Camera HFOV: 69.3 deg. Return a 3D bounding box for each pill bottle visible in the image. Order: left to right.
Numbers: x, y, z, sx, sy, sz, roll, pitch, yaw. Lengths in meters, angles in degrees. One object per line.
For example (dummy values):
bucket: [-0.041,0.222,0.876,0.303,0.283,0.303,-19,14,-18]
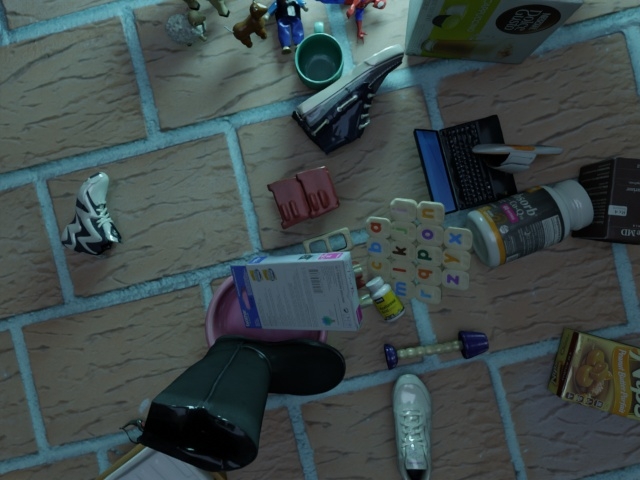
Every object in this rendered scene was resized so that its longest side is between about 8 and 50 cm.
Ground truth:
pill bottle: [0.175,0.158,1.261,0.065,0.065,0.116,-34,96,2]
pill bottle: [0.538,-0.048,1.205,0.278,0.162,0.162,-22,90,2]

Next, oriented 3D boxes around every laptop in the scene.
laptop: [0.388,-0.203,1.222,0.264,0.136,0.235,-14,90,2]

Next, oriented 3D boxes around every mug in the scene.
mug: [0.005,-0.486,1.251,0.129,0.097,0.158,32,91,2]

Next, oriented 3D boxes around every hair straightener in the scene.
hair straightener: [-0.454,0.567,1.297,0.230,0.047,0.089,17,93,-4]

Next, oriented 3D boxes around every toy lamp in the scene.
toy lamp: [0.314,0.297,1.257,0.274,0.080,0.080,-11,90,2]

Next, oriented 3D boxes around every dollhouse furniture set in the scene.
dollhouse furniture set: [0.000,0.000,1.213,0.152,0.201,0.375,-19,96,2]

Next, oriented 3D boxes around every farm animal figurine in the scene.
farm animal figurine: [-0.258,-0.692,1.204,0.326,0.172,0.331,1,87,11]

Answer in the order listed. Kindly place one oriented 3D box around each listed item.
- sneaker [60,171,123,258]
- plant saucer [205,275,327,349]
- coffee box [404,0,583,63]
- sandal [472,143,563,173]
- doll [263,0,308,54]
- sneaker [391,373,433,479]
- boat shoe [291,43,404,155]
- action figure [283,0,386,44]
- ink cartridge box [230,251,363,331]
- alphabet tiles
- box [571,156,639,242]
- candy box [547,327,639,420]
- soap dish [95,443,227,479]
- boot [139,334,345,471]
sneaker: [-0.598,-0.057,1.277,0.152,0.094,0.235,27,91,0]
plant saucer: [-0.144,0.231,1.269,0.331,0.084,0.333,0,90,3]
coffee box: [0.408,-0.665,1.117,0.333,0.337,0.339,6,90,2]
sandal: [0.524,-0.213,1.217,0.265,0.102,0.076,-2,106,-18]
doll: [-0.094,-0.617,1.279,0.128,0.046,0.189,-7,90,2]
sneaker: [0.255,0.513,1.225,0.114,0.152,0.306,-5,89,4]
boat shoe: [0.103,-0.368,1.248,0.340,0.127,0.158,-32,96,10]
action figure: [0.043,-0.619,1.236,0.280,0.091,0.139,0,87,-12]
ink cartridge box: [-0.062,0.128,1.135,0.310,0.065,0.186,-5,109,22]
alphabet tiles: [0.252,0.031,1.210,0.277,0.021,0.284,8,116,26]
box: [0.782,-0.096,1.194,0.168,0.167,0.203,6,91,2]
candy box: [0.799,0.367,1.236,0.316,0.087,0.183,15,91,2]
soap dish: [-0.415,0.623,1.231,0.290,0.118,0.229,-40,97,13]
boot: [-0.125,0.329,1.005,0.366,0.445,0.146,3,91,2]
